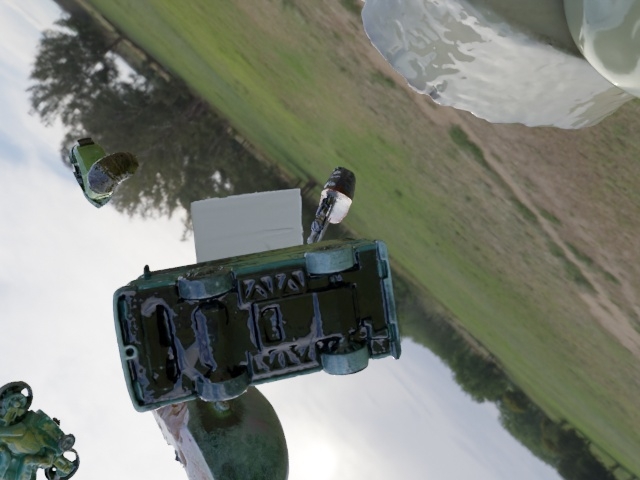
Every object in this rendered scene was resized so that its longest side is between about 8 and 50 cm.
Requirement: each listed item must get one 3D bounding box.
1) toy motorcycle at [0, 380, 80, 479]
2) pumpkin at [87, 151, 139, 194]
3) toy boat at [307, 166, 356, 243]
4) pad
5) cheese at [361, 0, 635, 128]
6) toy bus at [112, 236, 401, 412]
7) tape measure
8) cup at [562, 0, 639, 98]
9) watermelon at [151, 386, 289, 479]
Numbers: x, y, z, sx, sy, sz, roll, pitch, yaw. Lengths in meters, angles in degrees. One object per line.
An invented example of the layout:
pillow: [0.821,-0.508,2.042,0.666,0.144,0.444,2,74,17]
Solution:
toy motorcycle: [-0.654,0.462,1.251,0.109,0.198,0.296,9,135,42]
pumpkin: [-0.310,-0.106,0.840,0.050,0.083,0.028,48,169,22]
toy boat: [0.007,-0.013,1.289,0.072,0.318,0.219,20,-170,3]
pad: [-0.137,-0.017,1.124,0.232,0.156,0.004,-11,-164,-27]
cheese: [0.211,-0.271,0.542,0.332,0.292,0.153,23,166,-11]
toy bus: [-0.063,0.074,0.577,0.147,0.256,0.128,-161,62,-78]
tape measure: [-0.581,-0.177,1.452,0.177,0.087,0.154,65,151,9]
cup: [0.250,-0.165,0.338,0.173,0.255,0.202,32,168,1]
watermelon: [-0.145,0.280,0.904,0.188,0.175,0.322,-21,-125,-35]
